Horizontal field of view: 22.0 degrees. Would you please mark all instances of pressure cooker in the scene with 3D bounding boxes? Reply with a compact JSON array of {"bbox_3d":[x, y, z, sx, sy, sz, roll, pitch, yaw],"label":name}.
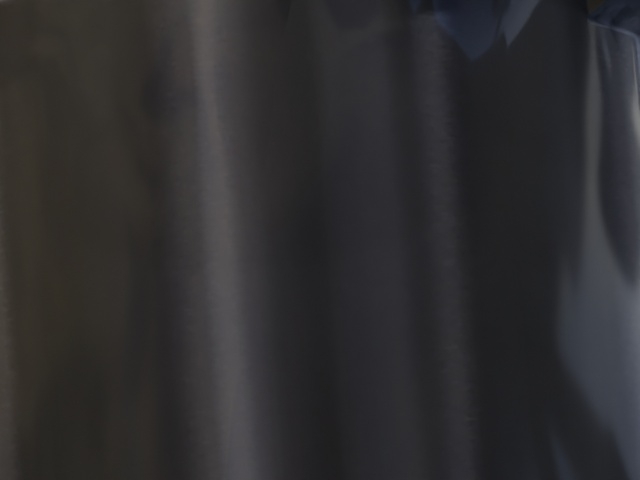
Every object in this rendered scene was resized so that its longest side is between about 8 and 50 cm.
[{"bbox_3d":[-0.003,0.000,0.665,0.369,0.421,0.375,-5,174,-2],"label":"pressure cooker"}]
